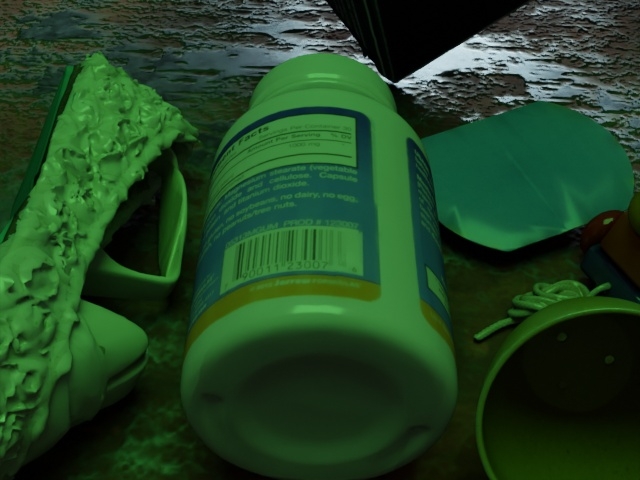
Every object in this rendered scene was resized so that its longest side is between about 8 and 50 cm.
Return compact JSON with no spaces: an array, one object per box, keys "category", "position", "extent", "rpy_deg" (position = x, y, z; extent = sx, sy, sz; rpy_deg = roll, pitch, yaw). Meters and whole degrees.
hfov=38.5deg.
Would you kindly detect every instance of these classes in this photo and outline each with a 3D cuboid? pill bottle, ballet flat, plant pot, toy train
[{"category":"pill bottle","position":[0.000,0.000,0.584],"extent":[0.152,0.152,0.272],"rpy_deg":[0,42,1]},{"category":"ballet flat","position":[-0.158,0.022,0.586],"extent":[0.147,0.147,0.409],"rpy_deg":[4,44,5]},{"category":"plant pot","position":[0.153,0.086,0.522],"extent":[0.134,0.134,0.095],"rpy_deg":[4,16,5]},{"category":"toy train","position":[0.220,-0.013,0.600],"extent":[0.248,0.143,0.105],"rpy_deg":[-16,45,-16]}]

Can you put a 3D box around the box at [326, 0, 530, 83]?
[{"category":"box","position":[0.121,-0.491,0.835],"extent":[0.480,0.297,0.472],"rpy_deg":[-32,63,-3]}]

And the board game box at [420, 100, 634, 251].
[{"category":"board game box","position":[0.157,-0.043,0.717],"extent":[0.169,0.033,0.133],"rpy_deg":[-19,51,-12]}]
